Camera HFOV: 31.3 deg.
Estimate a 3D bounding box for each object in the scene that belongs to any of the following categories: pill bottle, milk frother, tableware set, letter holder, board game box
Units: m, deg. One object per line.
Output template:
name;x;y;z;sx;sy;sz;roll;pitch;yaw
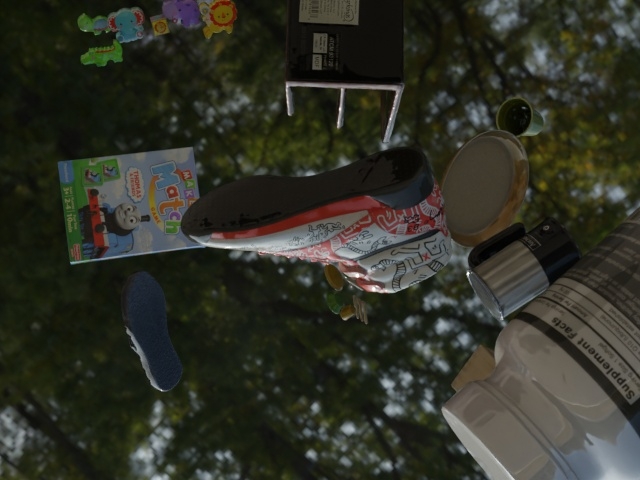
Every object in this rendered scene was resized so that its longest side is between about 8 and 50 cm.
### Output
pill bottle;0.316;0.120;1.192;0.363;0.210;0.210;-40;-153;-7
milk frother;0.281;0.058;1.545;0.134;0.143;0.129;-32;-163;-5
tableware set;0.032;0.064;1.870;0.024;0.104;0.154;-29;-131;27
letter holder;0.031;-0.305;1.566;0.151;0.214;0.302;2;-108;-1
board game box;-0.294;-0.055;1.785;0.211;0.160;0.039;-8;175;-11

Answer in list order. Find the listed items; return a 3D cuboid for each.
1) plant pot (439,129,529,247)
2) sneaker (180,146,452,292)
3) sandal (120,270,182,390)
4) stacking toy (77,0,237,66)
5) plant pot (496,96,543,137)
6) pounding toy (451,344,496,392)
plant pot;0.309;-0.102;2.199;0.236;0.236;0.032;-49;-138;-13
sneaker;0.001;0.001;1.174;0.270;0.145;0.090;-12;-141;16
sandal;-0.332;0.175;2.161;0.054;0.255;0.097;11;-147;36
stacking toy;-0.236;-0.315;1.605;0.221;0.052;0.167;-16;-151;-6
plant pot;0.411;-0.243;2.308;0.083;0.079;0.083;-4;-97;38
pounding toy;0.310;0.248;1.791;0.094;0.206;0.181;-56;-145;12
